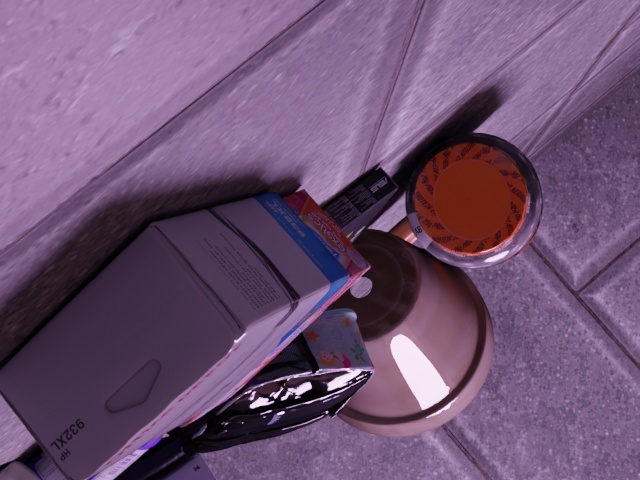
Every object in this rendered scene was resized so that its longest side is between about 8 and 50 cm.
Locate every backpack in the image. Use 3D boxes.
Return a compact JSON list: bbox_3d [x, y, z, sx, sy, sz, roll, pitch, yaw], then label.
[{"bbox_3d":[-0.066,0.164,1.781,0.254,0.191,0.225,-4,155,-28],"label":"backpack"}]

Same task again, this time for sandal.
[{"bbox_3d":[-0.317,0.322,2.026,0.446,0.107,0.167,-30,-176,42],"label":"sandal"}]

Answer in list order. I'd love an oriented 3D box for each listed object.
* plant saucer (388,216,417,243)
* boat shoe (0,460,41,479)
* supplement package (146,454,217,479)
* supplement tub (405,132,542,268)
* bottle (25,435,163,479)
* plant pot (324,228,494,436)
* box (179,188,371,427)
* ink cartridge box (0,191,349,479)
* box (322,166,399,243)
[{"bbox_3d":[0.174,-0.016,2.749,0.200,0.037,0.200,-41,174,-5],"label":"plant saucer"},{"bbox_3d":[-0.396,0.326,1.612,0.081,0.079,0.227,-46,176,8],"label":"boat shoe"},{"bbox_3d":[-0.199,0.428,2.015,0.149,0.194,0.203,-32,-178,-12],"label":"supplement package"},{"bbox_3d":[0.243,-0.059,2.124,0.207,0.207,0.338,-42,173,8],"label":"supplement tub"},{"bbox_3d":[-0.331,0.306,1.783,0.283,0.092,0.118,-41,173,7],"label":"bottle"},{"bbox_3d":[0.097,0.123,2.173,0.323,0.323,0.280,-40,152,-3],"label":"plant pot"},{"bbox_3d":[-0.085,0.074,1.513,0.257,0.122,0.128,-44,173,22],"label":"box"},{"bbox_3d":[-0.129,0.081,1.287,0.223,0.129,0.307,-42,173,18],"label":"ink cartridge box"},{"bbox_3d":[0.000,0.000,1.849,0.191,0.045,0.184,-36,174,-33],"label":"box"}]
